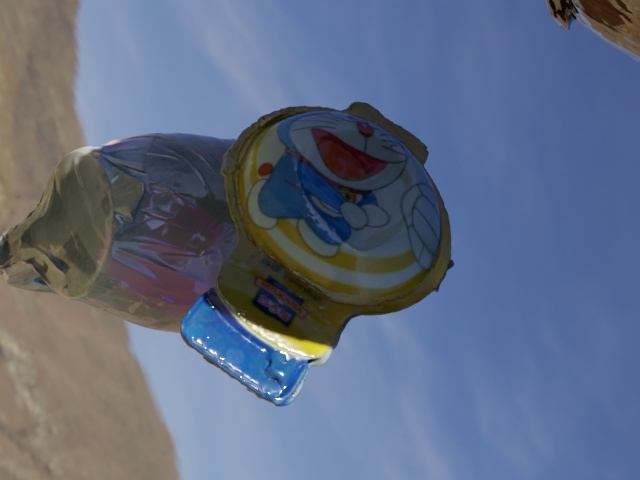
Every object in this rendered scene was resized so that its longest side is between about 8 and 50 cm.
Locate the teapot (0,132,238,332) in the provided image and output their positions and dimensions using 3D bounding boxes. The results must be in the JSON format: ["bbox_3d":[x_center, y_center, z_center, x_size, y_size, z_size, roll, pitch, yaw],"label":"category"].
[{"bbox_3d":[-0.154,-0.015,1.223,0.221,0.178,0.163,15,-84,50],"label":"teapot"}]

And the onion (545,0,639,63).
[{"bbox_3d":[0.261,-0.242,0.827,0.353,0.353,0.354,160,-90,-78],"label":"onion"}]

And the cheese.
[{"bbox_3d":[0.000,0.000,1.028,0.177,0.270,0.069,35,-40,-2],"label":"cheese"}]
